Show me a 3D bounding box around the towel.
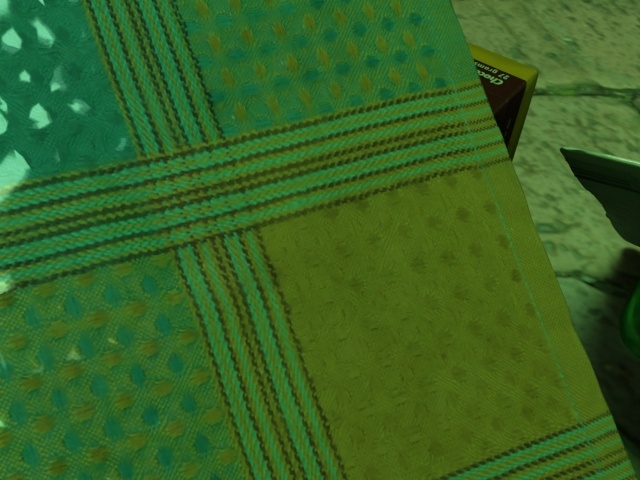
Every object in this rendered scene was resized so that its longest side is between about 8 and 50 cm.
[{"bbox_3d":[-0.025,0.018,0.566,0.272,0.040,0.370,-13,76,-29],"label":"towel"}]

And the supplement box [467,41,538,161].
[{"bbox_3d":[0.000,0.000,0.770,0.129,0.191,0.194,25,35,17],"label":"supplement box"}]

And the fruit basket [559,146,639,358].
[{"bbox_3d":[0.307,0.029,0.801,0.327,0.165,0.353,25,5,19],"label":"fruit basket"}]
